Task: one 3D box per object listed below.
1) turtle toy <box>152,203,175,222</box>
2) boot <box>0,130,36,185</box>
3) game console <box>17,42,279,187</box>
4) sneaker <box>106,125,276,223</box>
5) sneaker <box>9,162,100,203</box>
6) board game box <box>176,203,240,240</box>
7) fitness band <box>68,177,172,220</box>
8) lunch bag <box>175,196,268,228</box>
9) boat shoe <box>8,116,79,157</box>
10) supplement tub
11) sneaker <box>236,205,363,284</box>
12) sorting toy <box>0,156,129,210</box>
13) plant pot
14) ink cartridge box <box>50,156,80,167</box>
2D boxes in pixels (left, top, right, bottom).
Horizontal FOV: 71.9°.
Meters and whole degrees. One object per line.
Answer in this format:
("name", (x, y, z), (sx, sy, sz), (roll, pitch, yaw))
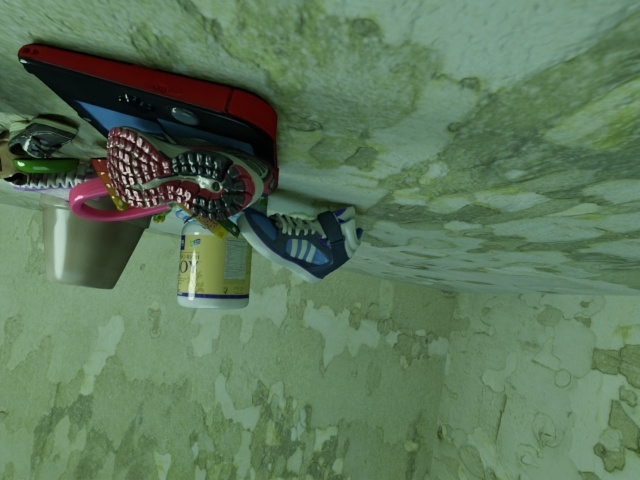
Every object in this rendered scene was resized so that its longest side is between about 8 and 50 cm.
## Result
("turtle toy", (-0.554, -0.115, 1.533), (0.066, 0.095, 0.130), (41, 157, -29))
("boot", (-0.798, -0.201, 1.112), (0.306, 0.115, 0.112), (6, 173, 39))
("game console", (-0.239, -0.176, 0.749), (0.343, 0.060, 0.386), (11, 172, -4))
("sneaker", (-0.211, -0.102, 0.680), (0.300, 0.120, 0.112), (18, -156, 22))
("sneaker", (-0.701, -0.145, 1.195), (0.237, 0.095, 0.104), (-2, 137, -11))
("board game box", (-0.293, -0.088, 1.008), (0.260, 0.039, 0.124), (38, -174, -11))
("fitness band", (-0.513, -0.116, 1.181), (0.291, 0.054, 0.209), (-14, 168, 2))
("lunch bag", (-0.266, -0.091, 1.181), (0.219, 0.090, 0.176), (-7, 163, 31))
("boat shoe", (-0.580, -0.207, 0.918), (0.224, 0.073, 0.080), (7, 174, 34))
("supplement tub", (-0.357, 0.061, 1.510), (0.242, 0.330, 0.241), (2, 176, 0))
("sneaker", (-0.030, -0.037, 1.148), (0.323, 0.236, 0.130), (38, -165, -36))
("sorting toy", (-0.584, -0.126, 0.998), (0.367, 0.125, 0.127), (-2, -166, -13))
("plant pot", (-0.724, 0.003, 1.396), (0.324, 0.279, 0.323), (9, 174, 1))
("ink cartridge box", (-0.709, -0.171, 1.386), (0.262, 0.066, 0.296), (13, 172, -25))
